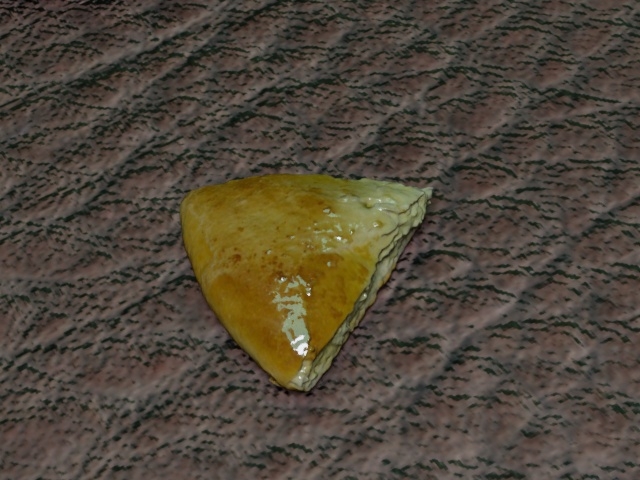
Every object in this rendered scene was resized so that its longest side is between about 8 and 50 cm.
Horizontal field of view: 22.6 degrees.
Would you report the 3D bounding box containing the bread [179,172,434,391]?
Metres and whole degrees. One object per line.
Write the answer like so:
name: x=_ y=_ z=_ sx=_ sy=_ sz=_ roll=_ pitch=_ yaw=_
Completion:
bread: x=-0.025 y=0.001 z=0.917 sx=0.136 sy=0.054 sz=0.154 roll=22 pitch=53 yaw=26
